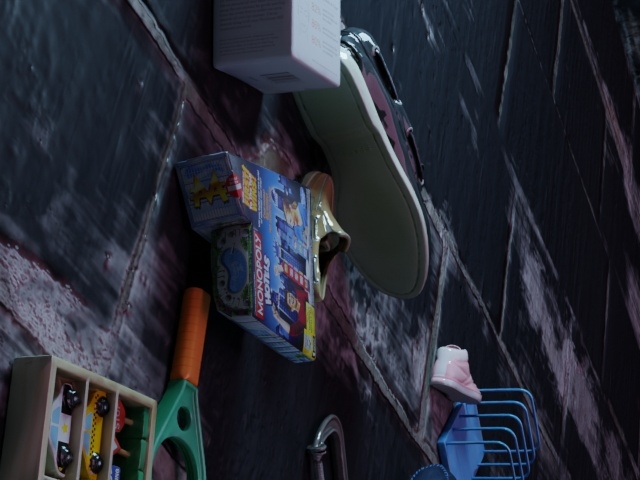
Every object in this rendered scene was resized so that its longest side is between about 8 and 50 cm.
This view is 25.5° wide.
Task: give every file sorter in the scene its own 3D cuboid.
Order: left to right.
[{"bbox_3d":[0.250,0.302,2.068,0.170,0.104,0.118,-49,130,-59],"label":"file sorter"}]

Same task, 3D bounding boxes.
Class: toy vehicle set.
[{"bbox_3d":[-0.192,0.237,1.091,0.166,0.035,0.267,38,52,-62],"label":"toy vehicle set"}]

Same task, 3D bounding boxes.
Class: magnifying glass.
[{"bbox_3d":[-0.126,0.152,1.277,0.092,0.026,0.231,43,44,-51],"label":"magnifying glass"}]

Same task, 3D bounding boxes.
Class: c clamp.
[{"bbox_3d":[0.009,0.280,1.592,0.137,0.022,0.160,-10,96,-67],"label":"c clamp"}]

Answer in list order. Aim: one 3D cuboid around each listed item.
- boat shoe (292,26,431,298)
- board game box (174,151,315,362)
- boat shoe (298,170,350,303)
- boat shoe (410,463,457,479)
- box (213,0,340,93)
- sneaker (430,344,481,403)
[{"bbox_3d":[0.067,-0.094,1.663,0.113,0.127,0.340,-49,123,-44],"label":"boat shoe"},{"bbox_3d":[-0.072,0.003,1.374,0.194,0.060,0.194,42,41,-56],"label":"board game box"},{"bbox_3d":[0.000,0.000,1.551,0.068,0.072,0.190,61,33,-45],"label":"boat shoe"},{"bbox_3d":[0.127,0.354,1.741,0.089,0.109,0.258,54,20,-21],"label":"boat shoe"},{"bbox_3d":[-0.044,-0.250,1.463,0.130,0.091,0.170,20,68,-65],"label":"box"},{"bbox_3d":[0.199,0.191,2.032,0.134,0.051,0.070,38,57,-56],"label":"sneaker"}]
